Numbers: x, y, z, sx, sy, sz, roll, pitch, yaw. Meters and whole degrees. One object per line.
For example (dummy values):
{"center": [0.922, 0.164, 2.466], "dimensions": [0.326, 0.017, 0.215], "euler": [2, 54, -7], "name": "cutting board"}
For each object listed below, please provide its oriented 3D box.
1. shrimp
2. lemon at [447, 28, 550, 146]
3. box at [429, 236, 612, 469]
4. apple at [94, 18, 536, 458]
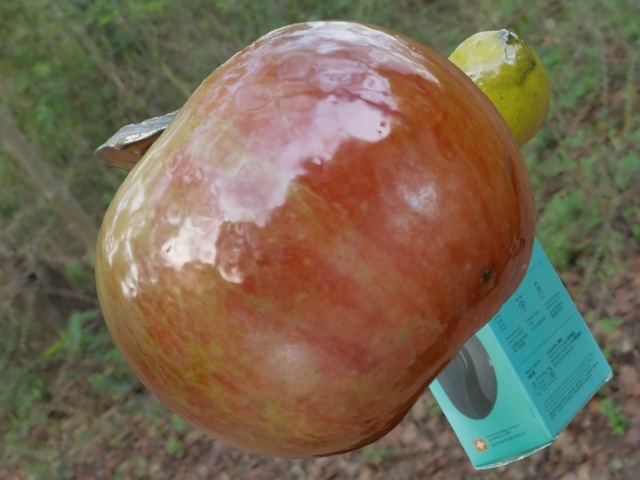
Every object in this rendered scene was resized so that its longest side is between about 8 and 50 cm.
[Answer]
{"center": [-0.102, -0.093, 1.135], "dimensions": [0.164, 0.062, 0.317], "euler": [-14, -1, -18], "name": "shrimp"}
{"center": [0.130, -0.107, 1.003], "dimensions": [0.082, 0.110, 0.082], "euler": [-5, 56, 8], "name": "lemon"}
{"center": [0.185, 0.078, 1.546], "dimensions": [0.118, 0.311, 0.205], "euler": [-29, 2, 34], "name": "box"}
{"center": [0.000, 0.000, 0.605], "dimensions": [0.209, 0.164, 0.209], "euler": [-48, 1, 2], "name": "apple"}
